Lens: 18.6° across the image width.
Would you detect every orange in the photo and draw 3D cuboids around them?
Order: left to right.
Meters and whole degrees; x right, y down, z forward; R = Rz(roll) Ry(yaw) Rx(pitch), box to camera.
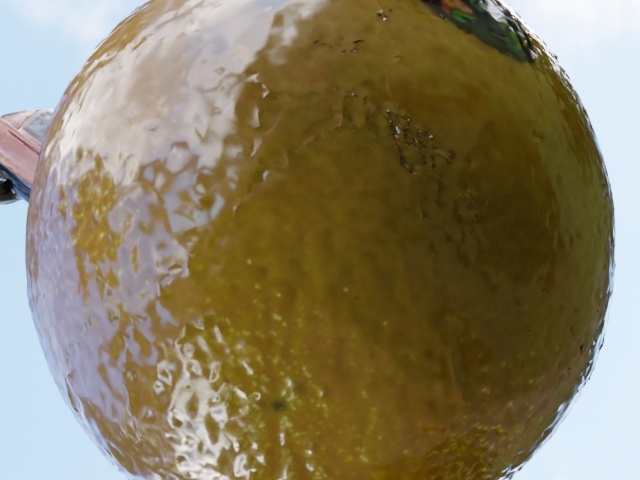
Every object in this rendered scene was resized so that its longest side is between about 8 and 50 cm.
[{"bbox_3d":[0.000,0.000,0.863,0.274,0.274,0.274,-12,-75,-55],"label":"orange"}]

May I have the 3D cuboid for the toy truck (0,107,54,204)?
[{"bbox_3d":[-0.091,-0.007,1.135,0.114,0.107,0.253,-49,-36,-8],"label":"toy truck"}]
